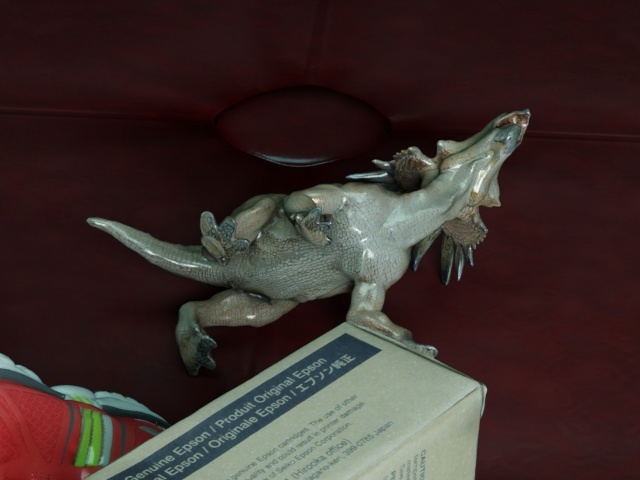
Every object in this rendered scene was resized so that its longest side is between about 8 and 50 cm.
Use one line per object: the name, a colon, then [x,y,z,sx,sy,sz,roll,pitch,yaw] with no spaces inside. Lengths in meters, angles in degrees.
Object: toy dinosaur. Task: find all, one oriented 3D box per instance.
toy dinosaur: [0.000,0.000,1.239,0.295,0.127,0.200,-4,21,16]

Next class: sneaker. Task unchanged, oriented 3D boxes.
sneaker: [-0.133,0.131,0.938,0.118,0.107,0.279,31,11,30]

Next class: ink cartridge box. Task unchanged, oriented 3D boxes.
ink cartridge box: [-0.023,0.182,0.806,0.088,0.235,0.193,24,37,34]
